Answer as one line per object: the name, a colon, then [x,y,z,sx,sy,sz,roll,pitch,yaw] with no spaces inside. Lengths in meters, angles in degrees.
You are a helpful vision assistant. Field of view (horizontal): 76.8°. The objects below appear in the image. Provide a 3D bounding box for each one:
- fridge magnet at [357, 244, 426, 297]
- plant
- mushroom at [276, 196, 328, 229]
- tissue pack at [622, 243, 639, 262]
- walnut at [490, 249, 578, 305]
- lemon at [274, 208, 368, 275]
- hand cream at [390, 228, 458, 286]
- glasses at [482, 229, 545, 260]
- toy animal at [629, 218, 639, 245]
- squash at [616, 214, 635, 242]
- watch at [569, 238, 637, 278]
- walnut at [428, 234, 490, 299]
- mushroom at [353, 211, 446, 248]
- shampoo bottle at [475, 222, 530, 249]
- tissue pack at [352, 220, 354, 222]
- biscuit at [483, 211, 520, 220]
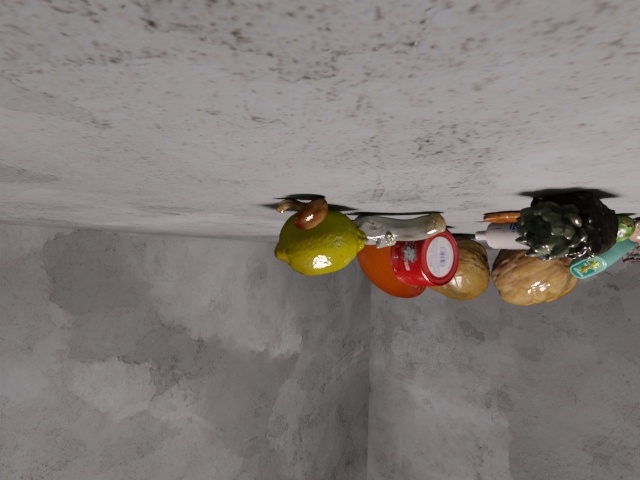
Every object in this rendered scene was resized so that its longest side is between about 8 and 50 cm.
fridge magnet: [0.319,0.104,1.803,0.155,0.364,0.363,-41,-159,-30]
plant: [0.479,-0.027,0.783,0.194,0.129,0.132,-1,176,-31]
mushroom: [-0.039,-0.061,0.907,0.129,0.073,0.088,2,-152,33]
tissue pack: [1.247,0.022,1.293,0.394,0.124,0.288,0,176,15]
walnut: [0.910,0.123,1.705,0.306,0.306,0.344,3,149,-24]
lemon: [0.000,0.000,1.050,0.248,0.184,0.184,-9,179,-13]
hand cream: [0.378,0.056,1.458,0.230,0.230,0.149,4,176,-36]
glasses: [0.744,0.013,1.452,0.268,0.118,0.234,1,178,-1]
toy animal: [0.913,-0.026,1.109,0.150,0.089,0.083,5,155,-1]
squash: [0.773,-0.027,1.109,0.068,0.077,0.219,-39,178,-1]
watch: [0.930,0.041,1.343,0.195,0.068,0.237,-34,163,-22]
walnut: [0.617,0.125,1.833,0.332,0.333,0.333,2,177,0]
mushroom: [0.207,-0.035,1.134,0.278,0.096,0.099,-1,-139,17]
shampoo bottle: [0.601,-0.020,1.173,0.092,0.092,0.303,4,177,-42]
tissue pack: [0.130,-0.034,1.373,0.176,0.062,0.095,1,179,-8]
biscuit: [0.499,-0.062,1.071,0.102,0.019,0.130,4,176,-35]
